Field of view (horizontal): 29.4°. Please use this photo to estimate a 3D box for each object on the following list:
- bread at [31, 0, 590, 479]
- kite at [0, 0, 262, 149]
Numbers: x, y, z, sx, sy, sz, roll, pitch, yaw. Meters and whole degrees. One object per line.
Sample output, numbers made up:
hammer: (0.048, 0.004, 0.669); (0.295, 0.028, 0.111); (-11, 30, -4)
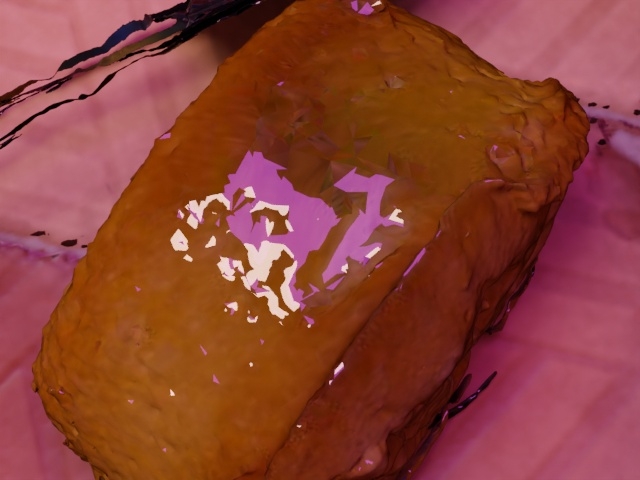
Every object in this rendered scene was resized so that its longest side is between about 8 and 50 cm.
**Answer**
bread: (0.005, -0.002, 0.482); (0.160, 0.147, 0.261); (38, 72, 14)
kite: (-0.069, -0.095, 0.548); (0.285, 0.152, 0.015); (-31, 108, -6)
